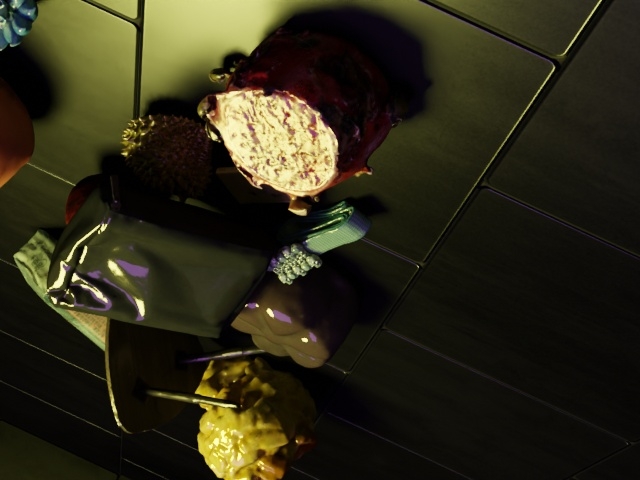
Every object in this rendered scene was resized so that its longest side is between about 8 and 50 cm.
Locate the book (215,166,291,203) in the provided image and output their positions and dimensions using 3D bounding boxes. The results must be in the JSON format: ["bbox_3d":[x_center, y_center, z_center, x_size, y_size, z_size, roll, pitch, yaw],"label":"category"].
[{"bbox_3d":[-0.101,-0.085,1.385,0.110,0.014,0.077,0,141,36],"label":"book"}]

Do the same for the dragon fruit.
[{"bbox_3d":[-0.036,-0.145,1.120,0.282,0.147,0.211,11,147,20],"label":"dragon fruit"}]

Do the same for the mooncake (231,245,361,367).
[{"bbox_3d":[-0.054,0.117,1.556,0.244,0.133,0.245,23,156,11],"label":"mooncake"}]

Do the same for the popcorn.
[{"bbox_3d":[-0.141,0.371,1.904,0.332,0.264,0.225,52,145,36],"label":"popcorn"}]

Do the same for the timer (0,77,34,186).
[{"bbox_3d":[-0.573,-0.167,1.397,0.215,0.230,0.229,47,144,-17],"label":"timer"}]

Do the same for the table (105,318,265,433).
[{"bbox_3d":[-0.224,0.209,1.759,0.249,0.317,0.317,-13,135,27],"label":"table"}]

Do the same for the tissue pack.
[{"bbox_3d":[-0.469,0.135,1.835,0.228,0.103,0.316,29,162,49],"label":"tissue pack"}]

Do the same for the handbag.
[{"bbox_3d":[-0.243,0.003,1.381,0.301,0.178,0.275,15,130,-25],"label":"handbag"}]

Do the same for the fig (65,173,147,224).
[{"bbox_3d":[-0.346,-0.049,1.506,0.202,0.148,0.149,-33,152,24],"label":"fig"}]

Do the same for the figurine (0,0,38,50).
[{"bbox_3d":[-0.425,-0.312,1.209,0.114,0.114,0.079,5,-171,34],"label":"figurine"}]

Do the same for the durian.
[{"bbox_3d":[-0.236,-0.111,1.366,0.146,0.102,0.208,14,152,8],"label":"durian"}]

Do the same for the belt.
[{"bbox_3d":[-0.003,-0.003,1.363,0.065,0.100,0.179,38,145,-27],"label":"belt"}]
